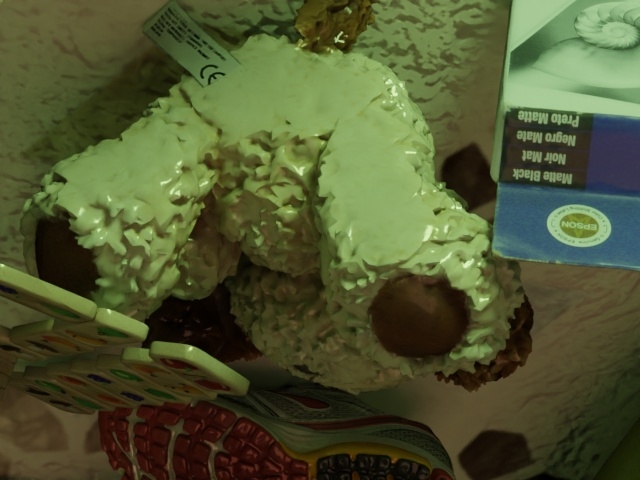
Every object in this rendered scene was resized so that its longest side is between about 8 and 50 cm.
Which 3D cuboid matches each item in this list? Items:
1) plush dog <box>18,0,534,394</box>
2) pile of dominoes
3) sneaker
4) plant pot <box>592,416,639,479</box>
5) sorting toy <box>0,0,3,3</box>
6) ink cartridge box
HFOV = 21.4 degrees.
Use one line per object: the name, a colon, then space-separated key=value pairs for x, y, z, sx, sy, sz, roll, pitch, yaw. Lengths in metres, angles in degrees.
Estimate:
plush dog: x=0.000 y=0.000 z=0.922 sx=0.262 sy=0.211 sz=0.225 roll=6 pitch=145 yaw=17
pile of dominoes: x=-0.166 y=0.067 z=0.892 sx=0.196 sy=0.040 sz=0.251 roll=25 pitch=160 yaw=-27
sneaker: x=-0.027 y=0.131 z=1.045 sx=0.225 sy=0.093 sz=0.088 roll=15 pitch=112 yaw=-2
plant pot: x=0.297 y=0.164 z=1.058 sx=0.274 sy=0.275 sz=0.293 roll=14 pitch=105 yaw=-22
sorting toy: x=-0.257 y=-0.169 z=0.713 sx=0.257 sy=0.089 sz=0.255 roll=-46 pitch=110 yaw=-12
ink cartridge box: x=0.198 y=-0.066 z=0.828 sx=0.223 sy=0.224 sz=0.045 roll=5 pitch=129 yaw=5
